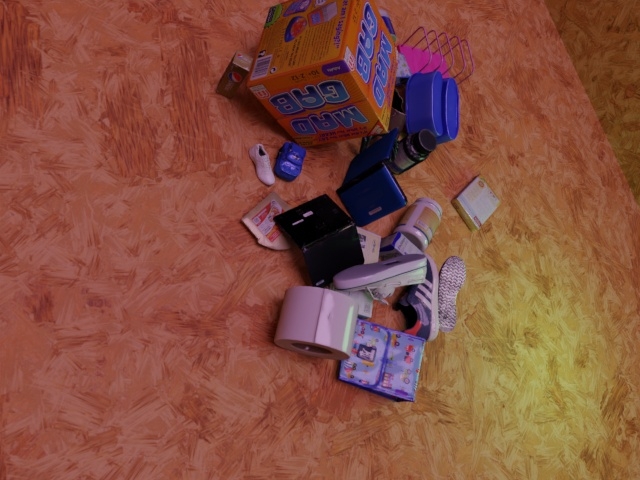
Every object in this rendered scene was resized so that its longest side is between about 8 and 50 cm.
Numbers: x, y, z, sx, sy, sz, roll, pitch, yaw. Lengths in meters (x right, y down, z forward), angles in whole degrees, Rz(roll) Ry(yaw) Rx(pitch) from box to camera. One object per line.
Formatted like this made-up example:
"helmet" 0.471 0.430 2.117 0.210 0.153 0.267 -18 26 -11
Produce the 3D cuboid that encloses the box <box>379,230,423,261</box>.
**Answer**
"box" 0.294 0.046 1.797 0.137 0.126 0.072 41 61 -13

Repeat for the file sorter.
"file sorter" 0.536 -0.832 2.170 0.290 0.182 0.202 -2 76 -31

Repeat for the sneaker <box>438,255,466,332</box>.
"sneaker" 0.475 0.202 1.841 0.102 0.146 0.294 14 85 -8

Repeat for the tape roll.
"tape roll" -0.010 0.262 1.483 0.246 0.246 0.169 23 64 -23

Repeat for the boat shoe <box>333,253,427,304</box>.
"boat shoe" 0.215 0.157 1.647 0.367 0.135 0.157 -13 104 -27

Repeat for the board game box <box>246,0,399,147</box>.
"board game box" 0.026 -0.588 1.619 0.356 0.356 0.357 41 53 -50

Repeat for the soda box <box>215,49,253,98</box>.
"soda box" -0.294 -0.559 1.601 0.061 0.181 0.058 22 65 -23

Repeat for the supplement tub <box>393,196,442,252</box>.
"supplement tub" 0.389 -0.061 1.873 0.144 0.144 0.200 43 59 -12

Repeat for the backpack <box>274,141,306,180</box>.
"backpack" -0.109 -0.281 1.677 0.097 0.101 0.120 22 69 -16

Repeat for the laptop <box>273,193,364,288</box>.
"laptop" 0.000 0.000 1.644 0.234 0.137 0.264 -27 60 -29

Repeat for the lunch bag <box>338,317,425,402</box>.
"lunch bag" 0.191 0.411 1.644 0.293 0.138 0.221 21 66 -10

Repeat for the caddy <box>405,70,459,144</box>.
"caddy" 0.471 -0.567 2.054 0.241 0.179 0.342 2 88 -45

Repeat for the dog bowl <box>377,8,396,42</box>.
"dog bowl" 0.166 -0.802 1.895 0.264 0.265 0.104 -21 89 -33

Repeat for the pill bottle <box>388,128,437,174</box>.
"pill bottle" 0.362 -0.358 1.902 0.122 0.219 0.123 9 71 -28

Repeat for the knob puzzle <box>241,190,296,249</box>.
"knob puzzle" -0.154 -0.048 1.619 0.213 0.030 0.213 10 70 -28

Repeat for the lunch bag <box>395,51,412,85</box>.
"lunch bag" 0.327 -0.753 2.076 0.151 0.096 0.129 -19 85 -23

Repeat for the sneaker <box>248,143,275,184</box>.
"sneaker" -0.199 -0.264 1.641 0.053 0.061 0.152 -27 91 -35

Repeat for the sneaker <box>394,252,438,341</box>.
"sneaker" 0.357 0.203 1.791 0.148 0.131 0.350 8 63 -12

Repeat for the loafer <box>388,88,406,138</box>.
"loafer" 0.281 -0.566 1.923 0.133 0.130 0.366 11 47 -28

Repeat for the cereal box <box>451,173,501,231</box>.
"cereal box" 0.713 -0.176 2.155 0.240 0.047 0.173 -39 96 -32

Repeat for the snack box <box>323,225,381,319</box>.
"snack box" 0.113 0.106 1.711 0.187 0.060 0.322 21 66 -24

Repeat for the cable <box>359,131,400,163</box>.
"cable" 0.230 -0.356 1.857 0.150 0.185 0.047 7 42 0

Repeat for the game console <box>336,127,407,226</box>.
"game console" 0.209 -0.222 1.728 0.173 0.293 0.250 -33 93 -33
